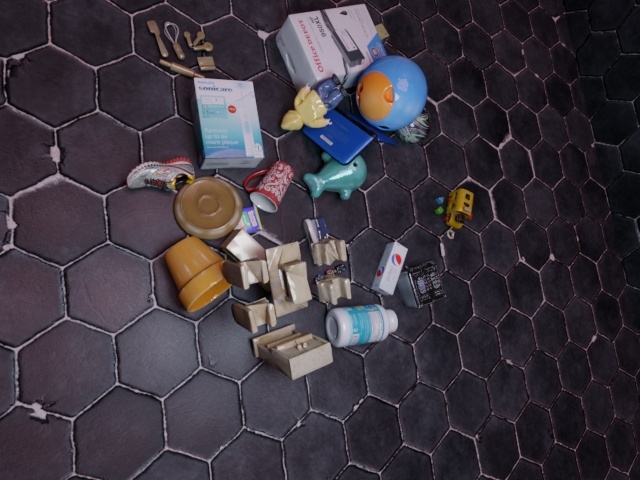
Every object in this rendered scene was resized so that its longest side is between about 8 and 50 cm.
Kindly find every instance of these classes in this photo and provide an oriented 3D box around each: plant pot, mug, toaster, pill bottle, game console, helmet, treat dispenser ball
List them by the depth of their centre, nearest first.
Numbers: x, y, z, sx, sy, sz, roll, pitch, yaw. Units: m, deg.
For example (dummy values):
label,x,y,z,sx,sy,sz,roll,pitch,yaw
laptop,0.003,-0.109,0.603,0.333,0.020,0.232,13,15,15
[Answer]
label,x,y,z,sx,sy,sz,roll,pitch,yaw
plant pot,-0.399,0.096,1.365,0.205,0.205,0.188,-36,81,-27
plant pot,-0.390,-0.121,1.465,0.236,0.032,0.236,4,73,-13
mug,-0.188,-0.215,1.567,0.150,0.113,0.169,36,64,-17
pill bottle,0.162,0.321,1.610,0.264,0.146,0.146,-1,80,-27
treat dispenser ball,0.286,-0.594,1.703,0.288,0.288,0.288,5,78,-25
game console,0.119,-0.420,1.712,0.250,0.173,0.293,-44,58,-2
toaster,0.422,0.180,1.783,0.168,0.110,0.186,-16,87,-28
helmet,0.407,-0.520,1.885,0.161,0.169,0.169,-32,95,-44

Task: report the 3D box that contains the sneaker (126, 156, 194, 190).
label,x,y,z,sx,sy,sz,roll,pitch,yaw
sneaker,-0.528,-0.212,1.400,0.225,0.088,0.093,-19,71,-27

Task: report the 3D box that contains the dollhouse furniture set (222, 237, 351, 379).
label,x,y,z,sx,sy,sz,roll,pitch,yaw
dollhouse furniture set,-0.116,0.204,1.376,0.362,0.256,0.394,-15,102,-33

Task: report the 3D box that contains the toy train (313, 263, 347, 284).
label,x,y,z,sx,sy,sz,roll,pitch,yaw
toy train,0.036,0.130,1.653,0.158,0.027,0.036,-25,88,-28

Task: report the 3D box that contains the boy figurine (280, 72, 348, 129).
label,x,y,z,sx,sy,sz,roll,pitch,yaw
boy figurine,-0.027,-0.512,1.633,0.285,0.092,0.177,-35,110,16

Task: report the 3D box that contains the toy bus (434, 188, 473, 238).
label,x,y,z,sx,sy,sz,roll,pitch,yaw
toy bus,0.650,-0.139,1.960,0.191,0.104,0.202,-30,93,-27

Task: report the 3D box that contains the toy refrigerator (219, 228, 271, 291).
label,x,y,z,sx,sy,sz,roll,pitch,yaw
toy refrigerator,-0.219,0.083,1.473,0.269,0.102,0.094,44,72,-21

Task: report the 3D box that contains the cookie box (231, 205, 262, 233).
label,x,y,z,sx,sy,sz,roll,pitch,yaw
cookie box,-0.277,-0.069,1.531,0.107,0.040,0.092,-15,86,-27

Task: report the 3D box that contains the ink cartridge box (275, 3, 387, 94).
label,x,y,z,sx,sy,sz,roll,pitch,yaw
ink cartridge box,0.054,-0.794,1.763,0.395,0.166,0.285,-25,91,-27

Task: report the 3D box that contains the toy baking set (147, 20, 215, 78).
label,x,y,z,sx,sy,sz,roll,pitch,yaw
toy baking set,-0.513,-0.702,1.551,0.256,0.030,0.197,10,73,-24

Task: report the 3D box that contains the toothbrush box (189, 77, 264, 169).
label,x,y,z,sx,sy,sz,roll,pitch,yaw
toothbrush box,-0.341,-0.418,1.522,0.216,0.126,0.296,-5,81,-27

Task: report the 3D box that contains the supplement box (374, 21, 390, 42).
label,x,y,z,sx,sy,sz,roll,pitch,yaw
supplement box,0.262,-0.952,1.958,0.083,0.056,0.083,-38,97,-27

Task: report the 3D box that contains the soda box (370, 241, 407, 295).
label,x,y,z,sx,sy,sz,roll,pitch,yaw
soda box,0.288,0.117,1.754,0.074,0.069,0.216,30,69,-18

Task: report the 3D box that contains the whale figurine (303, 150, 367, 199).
label,x,y,z,sx,sy,sz,roll,pitch,yaw
whale figurine,0.068,-0.266,1.681,0.272,0.141,0.216,-25,92,-28

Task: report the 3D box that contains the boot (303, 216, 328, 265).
label,x,y,z,sx,sy,sz,roll,pitch,yaw
boot,0.000,0.000,1.636,0.086,0.069,0.190,-13,84,-24
